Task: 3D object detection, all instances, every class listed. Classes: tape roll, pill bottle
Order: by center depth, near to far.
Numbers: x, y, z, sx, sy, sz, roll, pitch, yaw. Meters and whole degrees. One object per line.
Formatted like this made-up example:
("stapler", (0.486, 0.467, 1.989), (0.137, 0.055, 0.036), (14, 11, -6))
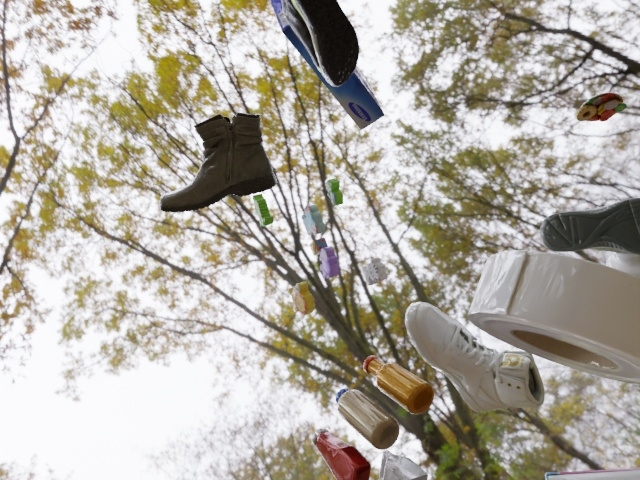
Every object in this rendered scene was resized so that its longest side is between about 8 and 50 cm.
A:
("tape roll", (0.368, 0.116, 0.797), (0.286, 0.286, 0.100), (34, -106, -45))
("pill bottle", (0.827, 0.105, 1.416), (0.136, 0.136, 0.245), (-26, -66, -21))

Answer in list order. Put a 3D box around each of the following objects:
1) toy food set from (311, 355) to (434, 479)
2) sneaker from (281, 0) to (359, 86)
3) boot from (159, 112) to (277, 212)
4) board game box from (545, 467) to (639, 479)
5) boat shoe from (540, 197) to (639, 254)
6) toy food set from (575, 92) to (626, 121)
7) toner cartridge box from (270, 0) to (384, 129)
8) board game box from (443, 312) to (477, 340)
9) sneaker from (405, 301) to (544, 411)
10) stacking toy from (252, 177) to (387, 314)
("toy food set", (0.057, 0.267, 0.666), (0.111, 0.104, 0.232), (-2, -76, -30))
("sneaker", (-0.009, -0.378, 0.929), (0.084, 0.097, 0.234), (-41, -46, -14))
("boot", (-0.215, -0.155, 1.053), (0.247, 0.083, 0.161), (-15, -73, 4))
("board game box", (0.372, 0.319, 0.460), (0.317, 0.242, 0.064), (-22, -48, 35))
("boat shoe", (0.636, -0.026, 1.139), (0.103, 0.320, 0.118), (-6, -91, -42))
("toy food set", (0.558, -0.263, 1.074), (0.083, 0.020, 0.082), (11, -32, -19))
("toner cartridge box", (0.021, -0.429, 1.277), (0.075, 0.165, 0.348), (-31, -42, 18))
("board game box", (0.334, 0.220, 1.406), (0.104, 0.154, 0.026), (27, -84, -5))
("sneaker", (0.299, 0.208, 1.004), (0.292, 0.169, 0.108), (46, -129, -20))
("stacking toy", (0.000, 0.000, 0.920), (0.167, 0.221, 0.052), (-16, -14, -29))
